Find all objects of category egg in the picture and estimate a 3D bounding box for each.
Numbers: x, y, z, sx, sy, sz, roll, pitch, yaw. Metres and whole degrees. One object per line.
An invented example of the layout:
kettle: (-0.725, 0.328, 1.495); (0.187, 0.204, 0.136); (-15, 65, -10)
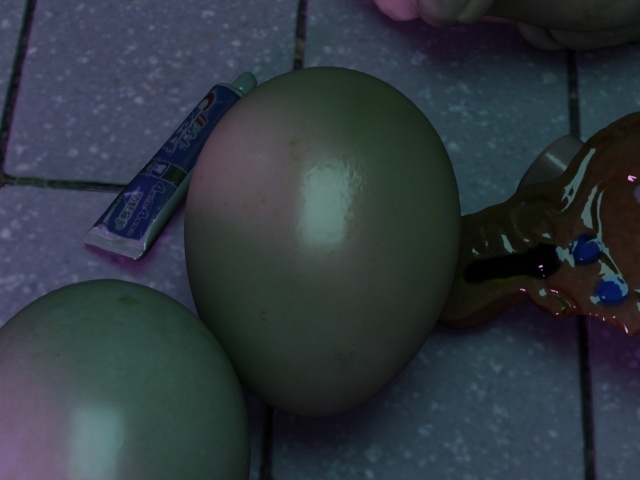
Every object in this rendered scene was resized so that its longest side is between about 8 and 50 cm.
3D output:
egg: (0.000, 0.000, 1.157); (0.188, 0.188, 0.253); (7, 59, 2)
egg: (-0.136, 0.130, 1.054); (0.186, 0.186, 0.253); (1, 40, -2)

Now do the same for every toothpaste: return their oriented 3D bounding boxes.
toothpaste: (-0.104, -0.060, 1.290); (0.057, 0.035, 0.197); (18, 55, 29)

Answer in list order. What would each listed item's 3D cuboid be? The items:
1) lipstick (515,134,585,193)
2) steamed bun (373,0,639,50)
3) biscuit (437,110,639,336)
lipstick: (0.256, 0.024, 1.226); (0.070, 0.070, 0.254); (-37, 64, -26)
steamed bun: (0.165, -0.287, 1.365); (0.276, 0.203, 0.289); (-28, 61, -22)
biscuit: (0.222, -0.001, 1.184); (0.320, 0.047, 0.183); (-7, 70, 18)
